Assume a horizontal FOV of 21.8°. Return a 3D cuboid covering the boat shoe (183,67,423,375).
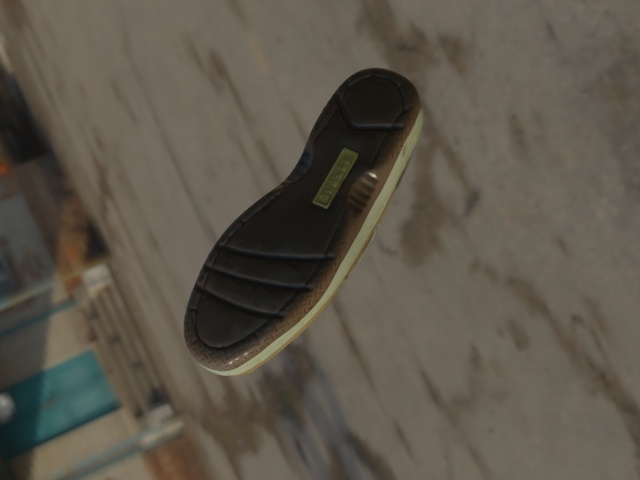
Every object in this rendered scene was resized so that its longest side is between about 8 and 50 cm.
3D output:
[{"bbox_3d":[0.000,0.000,0.896,0.068,0.190,0.072,32,166,23],"label":"boat shoe"}]
